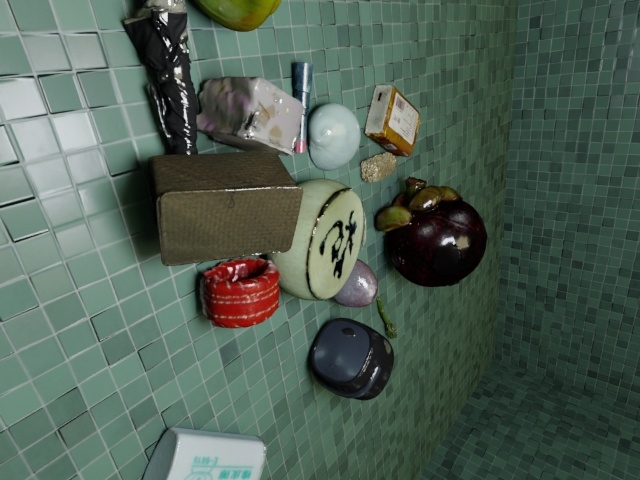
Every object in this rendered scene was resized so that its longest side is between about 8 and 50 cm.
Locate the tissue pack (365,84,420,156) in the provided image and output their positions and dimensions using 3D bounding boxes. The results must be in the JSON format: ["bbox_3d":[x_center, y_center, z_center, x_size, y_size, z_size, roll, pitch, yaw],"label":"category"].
[{"bbox_3d":[0.263,-0.418,1.431,0.226,0.091,0.184,18,87,-52],"label":"tissue pack"}]

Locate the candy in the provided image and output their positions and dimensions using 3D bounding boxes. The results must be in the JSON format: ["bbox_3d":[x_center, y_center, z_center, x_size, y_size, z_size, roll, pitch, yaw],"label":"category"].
[{"bbox_3d":[-0.157,-0.274,0.889,0.184,0.195,0.137,7,97,-55],"label":"candy"}]

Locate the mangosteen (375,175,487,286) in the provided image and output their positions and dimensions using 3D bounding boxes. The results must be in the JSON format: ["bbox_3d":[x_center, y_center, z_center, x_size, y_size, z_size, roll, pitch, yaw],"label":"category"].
[{"bbox_3d":[0.424,-0.018,1.532,0.421,0.380,0.381,50,61,-30],"label":"mangosteen"}]

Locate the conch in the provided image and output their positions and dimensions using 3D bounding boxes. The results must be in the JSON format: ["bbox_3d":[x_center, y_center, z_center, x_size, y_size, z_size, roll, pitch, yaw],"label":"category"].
[{"bbox_3d":[0.042,-0.297,1.198,0.185,0.121,0.221,-42,143,5],"label":"conch"}]

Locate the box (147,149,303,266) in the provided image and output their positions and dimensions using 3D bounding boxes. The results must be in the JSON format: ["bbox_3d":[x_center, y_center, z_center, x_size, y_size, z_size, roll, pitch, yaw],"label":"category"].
[{"bbox_3d":[-0.194,-0.071,0.823,0.273,0.143,0.184,-8,136,-23],"label":"box"}]

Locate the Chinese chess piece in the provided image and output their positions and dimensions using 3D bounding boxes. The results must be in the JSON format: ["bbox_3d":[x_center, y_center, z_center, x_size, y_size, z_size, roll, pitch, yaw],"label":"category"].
[{"bbox_3d":[0.000,0.000,1.147,0.349,0.146,0.350,-35,133,-49],"label":"Chinese chess piece"}]

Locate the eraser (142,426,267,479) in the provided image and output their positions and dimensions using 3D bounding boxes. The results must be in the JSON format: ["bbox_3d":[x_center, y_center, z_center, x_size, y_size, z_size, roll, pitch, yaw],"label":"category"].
[{"bbox_3d":[-0.287,0.587,1.024,0.290,0.104,0.189,32,77,-42],"label":"eraser"}]

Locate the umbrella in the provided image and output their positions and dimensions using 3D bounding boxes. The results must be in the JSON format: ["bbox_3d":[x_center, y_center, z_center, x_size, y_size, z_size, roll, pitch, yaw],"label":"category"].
[{"bbox_3d":[-0.291,-0.327,0.773,0.106,0.113,0.358,-21,119,-44],"label":"umbrella"}]

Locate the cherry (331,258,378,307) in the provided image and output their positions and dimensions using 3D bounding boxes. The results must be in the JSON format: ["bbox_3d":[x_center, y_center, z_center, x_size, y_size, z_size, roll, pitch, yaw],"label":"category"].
[{"bbox_3d":[0.111,0.141,1.348,0.140,0.176,0.176,-26,122,-65],"label":"cherry"}]

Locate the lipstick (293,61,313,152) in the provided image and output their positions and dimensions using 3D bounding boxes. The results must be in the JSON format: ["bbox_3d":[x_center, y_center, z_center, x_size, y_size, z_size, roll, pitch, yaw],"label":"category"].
[{"bbox_3d":[-0.050,-0.359,1.102,0.053,0.053,0.234,-15,113,-47],"label":"lipstick"}]

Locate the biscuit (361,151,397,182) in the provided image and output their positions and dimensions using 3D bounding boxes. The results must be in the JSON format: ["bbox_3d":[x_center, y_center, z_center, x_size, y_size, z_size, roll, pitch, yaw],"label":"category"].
[{"bbox_3d":[0.211,-0.262,1.432,0.168,0.070,0.082,-28,130,-45],"label":"biscuit"}]

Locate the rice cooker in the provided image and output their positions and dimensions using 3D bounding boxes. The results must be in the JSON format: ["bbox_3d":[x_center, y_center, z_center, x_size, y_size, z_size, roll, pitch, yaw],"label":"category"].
[{"bbox_3d":[0.111,0.404,1.364,0.267,0.267,0.224,-62,142,-17],"label":"rice cooker"}]

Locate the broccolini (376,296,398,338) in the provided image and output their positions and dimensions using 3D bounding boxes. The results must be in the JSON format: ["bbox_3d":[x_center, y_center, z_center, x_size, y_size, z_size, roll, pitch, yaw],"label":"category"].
[{"bbox_3d":[0.276,0.327,1.704,0.054,0.051,0.239,-42,123,-27],"label":"broccolini"}]

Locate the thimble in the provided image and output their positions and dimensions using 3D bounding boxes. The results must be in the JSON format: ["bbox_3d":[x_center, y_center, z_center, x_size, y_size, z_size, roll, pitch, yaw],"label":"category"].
[{"bbox_3d":[-0.187,0.123,0.985,0.189,0.163,0.125,-20,117,-46],"label":"thimble"}]

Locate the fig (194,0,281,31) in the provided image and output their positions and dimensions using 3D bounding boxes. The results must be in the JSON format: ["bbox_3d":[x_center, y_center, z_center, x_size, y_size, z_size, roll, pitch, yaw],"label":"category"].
[{"bbox_3d":[-0.172,-0.540,0.785,0.230,0.207,0.207,37,72,-49],"label":"fig"}]
